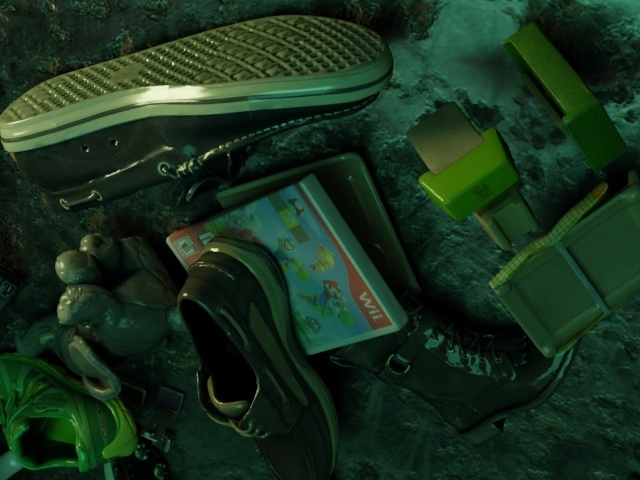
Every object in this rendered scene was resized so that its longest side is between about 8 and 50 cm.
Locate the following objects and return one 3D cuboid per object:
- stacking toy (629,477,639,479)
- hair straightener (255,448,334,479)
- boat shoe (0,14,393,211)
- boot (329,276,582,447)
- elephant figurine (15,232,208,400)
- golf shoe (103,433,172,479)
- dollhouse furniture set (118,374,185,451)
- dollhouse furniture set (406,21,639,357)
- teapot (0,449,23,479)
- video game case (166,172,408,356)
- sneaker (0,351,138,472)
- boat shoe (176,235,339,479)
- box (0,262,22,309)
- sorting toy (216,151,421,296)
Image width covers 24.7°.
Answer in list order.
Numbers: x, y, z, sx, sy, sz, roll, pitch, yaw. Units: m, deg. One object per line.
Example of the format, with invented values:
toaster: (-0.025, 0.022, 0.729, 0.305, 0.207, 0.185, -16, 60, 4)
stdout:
stacking toy: (0.495, 0.300, 1.719, 0.221, 0.052, 0.167, 30, 122, 2)
hair straightener: (-0.051, 0.264, 1.886, 0.089, 0.047, 0.230, -15, 111, 24)
boat shoe: (-0.134, -0.133, 1.635, 0.500, 0.187, 0.156, -10, 118, 28)
boot: (0.156, 0.117, 1.706, 0.229, 0.091, 0.263, 36, 124, -7)
elephant figurine: (-0.271, 0.116, 1.842, 0.169, 0.186, 0.239, -5, 139, -27)
golf shoe: (-0.255, 0.385, 1.990, 0.120, 0.105, 0.273, -5, 114, 29)
dollhouse furniture set: (-0.251, 0.235, 1.919, 0.114, 0.081, 0.091, 21, 121, 7)
dollhouse furniture set: (0.238, -0.045, 1.571, 0.197, 0.151, 0.301, -35, 132, 6)
teapot: (-0.550, 0.387, 2.040, 0.256, 0.187, 0.252, 17, 115, 26)
video game case: (-0.046, 0.044, 1.718, 0.285, 0.025, 0.204, -21, 107, 50)
sneaker: (-0.375, 0.226, 1.911, 0.295, 0.123, 0.109, 11, 118, 35)
boat shoe: (-0.089, 0.168, 1.736, 0.132, 0.130, 0.355, 3, 124, 42)
box: (-0.500, 0.079, 1.837, 0.191, 0.184, 0.045, -49, 51, 0)
sorting toy: (0.000, 0.000, 1.742, 0.193, 0.038, 0.208, -16, 115, 25)
